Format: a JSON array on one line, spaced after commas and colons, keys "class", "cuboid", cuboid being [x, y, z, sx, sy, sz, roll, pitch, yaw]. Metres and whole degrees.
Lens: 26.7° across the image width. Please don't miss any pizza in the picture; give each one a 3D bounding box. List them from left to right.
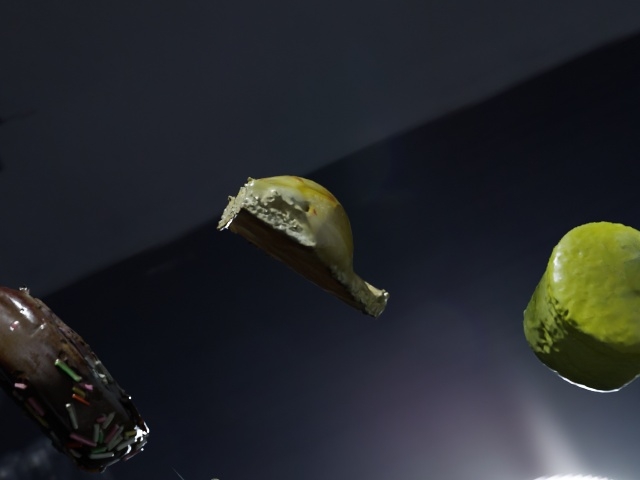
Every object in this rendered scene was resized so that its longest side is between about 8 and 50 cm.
[{"class": "pizza", "cuboid": [-0.004, -0.004, 1.381, 0.204, 0.081, 0.188, 33, 168, -1]}]

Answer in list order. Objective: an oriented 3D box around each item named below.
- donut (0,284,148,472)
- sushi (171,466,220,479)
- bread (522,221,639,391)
[{"class": "donut", "cuboid": [-0.319, 0.169, 1.614, 0.269, 0.103, 0.270, 43, 161, 18]}, {"class": "sushi", "cuboid": [-0.033, 0.248, 1.055, 0.201, 0.031, 0.139, 46, 169, 12]}, {"class": "bread", "cuboid": [0.236, 0.060, 1.147, 0.114, 0.111, 0.129, 111, 144, -53]}]
